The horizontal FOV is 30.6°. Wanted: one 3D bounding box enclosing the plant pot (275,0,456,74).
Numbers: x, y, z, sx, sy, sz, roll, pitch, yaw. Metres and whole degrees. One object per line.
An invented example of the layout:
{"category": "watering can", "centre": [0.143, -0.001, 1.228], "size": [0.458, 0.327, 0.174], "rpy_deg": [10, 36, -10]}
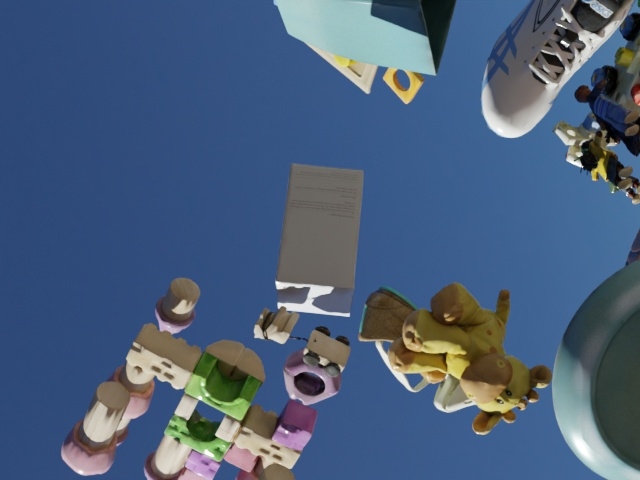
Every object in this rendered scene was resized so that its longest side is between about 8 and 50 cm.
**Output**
{"category": "plant pot", "centre": [0.062, -0.360, 1.697], "size": [0.165, 0.234, 0.166], "rpy_deg": [66, -144, -58]}

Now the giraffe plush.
{"category": "giraffe plush", "centre": [0.228, 0.181, 1.688], "size": [0.210, 0.181, 0.170], "rpy_deg": [1, -137, -36]}

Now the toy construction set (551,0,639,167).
{"category": "toy construction set", "centre": [0.499, -0.251, 1.812], "size": [0.151, 0.328, 0.215], "rpy_deg": [26, -147, -20]}

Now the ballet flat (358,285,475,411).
{"category": "ballet flat", "centre": [0.200, 0.212, 1.986], "size": [0.342, 0.116, 0.124], "rpy_deg": [35, -103, -19]}

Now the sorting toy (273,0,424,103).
{"category": "sorting toy", "centre": [0.032, -0.355, 1.928], "size": [0.047, 0.196, 0.347], "rpy_deg": [-32, -117, -35]}

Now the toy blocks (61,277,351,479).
{"category": "toy blocks", "centre": [-0.159, 0.250, 1.536], "size": [0.288, 0.260, 0.309], "rpy_deg": [27, -142, -2]}

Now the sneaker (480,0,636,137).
{"category": "sneaker", "centre": [0.234, -0.203, 1.118], "size": [0.085, 0.237, 0.086], "rpy_deg": [34, -174, -9]}

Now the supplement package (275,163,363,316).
{"category": "supplement package", "centre": [0.000, 0.000, 1.603], "size": [0.105, 0.105, 0.179], "rpy_deg": [93, -177, -66]}

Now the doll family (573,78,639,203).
{"category": "doll family", "centre": [0.404, -0.141, 1.637], "size": [0.111, 0.076, 0.193], "rpy_deg": [-128, 31, -48]}

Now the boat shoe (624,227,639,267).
{"category": "boat shoe", "centre": [0.547, -0.002, 1.816], "size": [0.095, 0.095, 0.257], "rpy_deg": [-66, -8, -64]}

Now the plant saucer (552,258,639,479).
{"category": "plant saucer", "centre": [0.445, 0.170, 1.457], "size": [0.317, 0.317, 0.044], "rpy_deg": [60, 176, -17]}
